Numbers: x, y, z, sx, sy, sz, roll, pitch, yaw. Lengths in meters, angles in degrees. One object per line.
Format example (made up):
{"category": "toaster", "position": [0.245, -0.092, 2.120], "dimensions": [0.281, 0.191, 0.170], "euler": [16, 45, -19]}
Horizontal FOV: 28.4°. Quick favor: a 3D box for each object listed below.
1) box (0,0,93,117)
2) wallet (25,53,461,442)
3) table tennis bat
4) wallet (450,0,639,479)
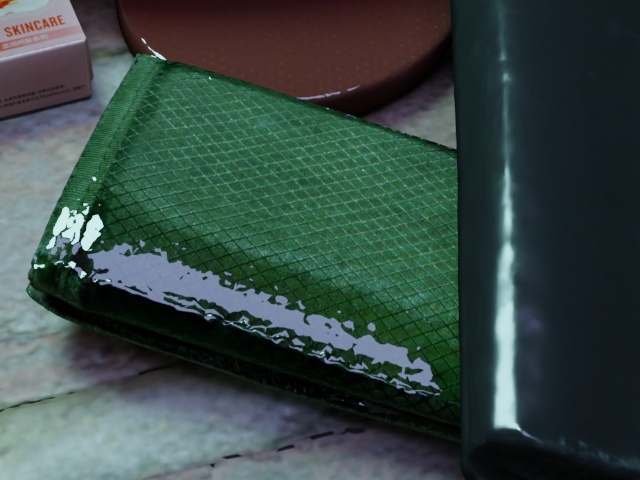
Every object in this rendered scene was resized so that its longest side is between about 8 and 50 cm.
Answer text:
{"category": "box", "position": [-0.191, -0.104, 0.658], "dimensions": [0.125, 0.043, 0.089], "euler": [-18, 57, -18]}
{"category": "wallet", "position": [0.000, 0.002, 0.595], "dimensions": [0.236, 0.055, 0.160], "euler": [19, 51, -1]}
{"category": "table tennis bat", "position": [0.004, -0.185, 0.740], "dimensions": [0.200, 0.038, 0.310], "euler": [23, 55, 11]}
{"category": "wallet", "position": [0.167, -0.049, 0.621], "dimensions": [0.228, 0.062, 0.406], "euler": [15, 53, -16]}
